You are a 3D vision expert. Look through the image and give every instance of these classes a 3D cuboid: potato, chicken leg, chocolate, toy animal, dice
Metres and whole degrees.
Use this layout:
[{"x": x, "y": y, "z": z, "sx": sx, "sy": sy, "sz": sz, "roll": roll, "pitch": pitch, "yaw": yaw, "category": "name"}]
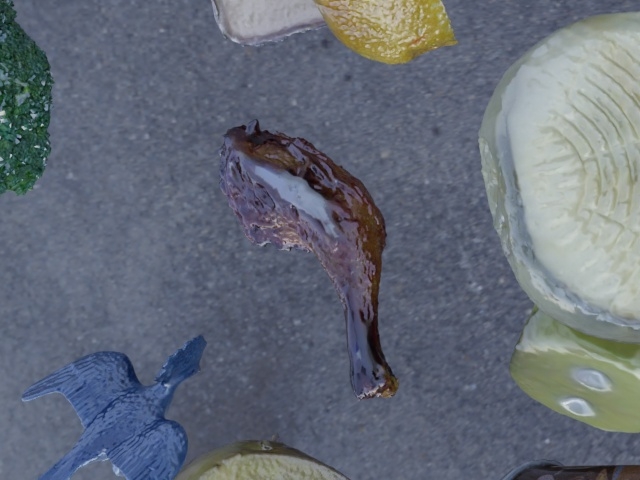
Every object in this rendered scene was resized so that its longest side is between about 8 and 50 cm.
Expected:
[{"x": -0.016, "y": 0.174, "z": 0.662, "sx": 0.172, "sy": 0.089, "sz": 0.100, "roll": 22, "pitch": 156, "yaw": -11, "category": "potato"}, {"x": 0.000, "y": 0.000, "z": 1.234, "sx": 0.158, "sy": 0.096, "sz": 0.407, "roll": -37, "pitch": 65, "yaw": 10, "category": "chicken leg"}, {"x": -0.051, "y": -0.408, "z": 1.628, "sx": 0.083, "sy": 0.261, "sz": 0.161, "roll": -108, "pitch": 7, "yaw": -48, "category": "chocolate"}, {"x": -0.239, "y": 0.214, "z": 1.225, "sx": 0.239, "sy": 0.255, "sz": 0.176, "roll": 39, "pitch": 147, "yaw": 30, "category": "toy animal"}, {"x": 0.414, "y": 0.117, "z": 1.462, "sx": 0.227, "sy": 0.238, "sz": 0.233, "roll": 23, "pitch": 153, "yaw": 11, "category": "dice"}]

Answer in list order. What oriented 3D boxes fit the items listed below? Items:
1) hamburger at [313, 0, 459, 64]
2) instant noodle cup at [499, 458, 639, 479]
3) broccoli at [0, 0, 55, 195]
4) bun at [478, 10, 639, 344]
[{"x": 0.051, "y": -0.331, "z": 1.224, "sx": 0.157, "sy": 0.283, "sz": 0.144, "roll": -18, "pitch": 47, "yaw": 17, "category": "hamburger"}, {"x": 0.304, "y": 0.318, "z": 1.026, "sx": 0.207, "sy": 0.217, "sz": 0.217, "roll": -25, "pitch": 86, "yaw": 50, "category": "instant noodle cup"}, {"x": -0.340, "y": -0.118, "z": 0.757, "sx": 0.294, "sy": 0.265, "sz": 0.245, "roll": 38, "pitch": 128, "yaw": -20, "category": "broccoli"}, {"x": 0.344, "y": -0.061, "z": 1.144, "sx": 0.364, "sy": 0.202, "sz": 0.364, "roll": 0, "pitch": 81, "yaw": 0, "category": "bun"}]
